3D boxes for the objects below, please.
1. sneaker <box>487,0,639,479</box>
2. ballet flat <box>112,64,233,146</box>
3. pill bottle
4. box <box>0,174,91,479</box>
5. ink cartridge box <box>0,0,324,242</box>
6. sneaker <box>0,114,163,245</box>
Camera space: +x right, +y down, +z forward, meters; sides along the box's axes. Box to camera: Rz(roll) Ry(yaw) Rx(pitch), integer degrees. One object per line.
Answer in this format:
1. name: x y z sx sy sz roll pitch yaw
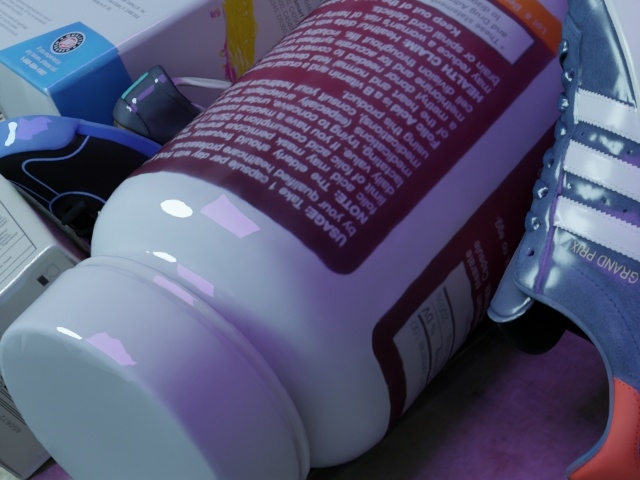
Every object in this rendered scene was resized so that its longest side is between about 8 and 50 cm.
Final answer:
1. sneaker: 0.158 -0.018 1.014 0.148 0.131 0.350 -19 65 16
2. ballet flat: -0.053 -0.072 1.256 0.074 0.203 0.074 -32 46 41
3. pill bottle: 0.000 0.000 1.103 0.224 0.224 0.392 13 47 42
4. box: -0.253 0.022 1.283 0.148 0.121 0.311 -44 36 -1
5. ink cartridge box: -0.099 -0.135 1.370 0.270 0.197 0.198 -34 34 -15
6. sneaker: -0.122 -0.010 1.206 0.081 0.232 0.090 -37 39 55
